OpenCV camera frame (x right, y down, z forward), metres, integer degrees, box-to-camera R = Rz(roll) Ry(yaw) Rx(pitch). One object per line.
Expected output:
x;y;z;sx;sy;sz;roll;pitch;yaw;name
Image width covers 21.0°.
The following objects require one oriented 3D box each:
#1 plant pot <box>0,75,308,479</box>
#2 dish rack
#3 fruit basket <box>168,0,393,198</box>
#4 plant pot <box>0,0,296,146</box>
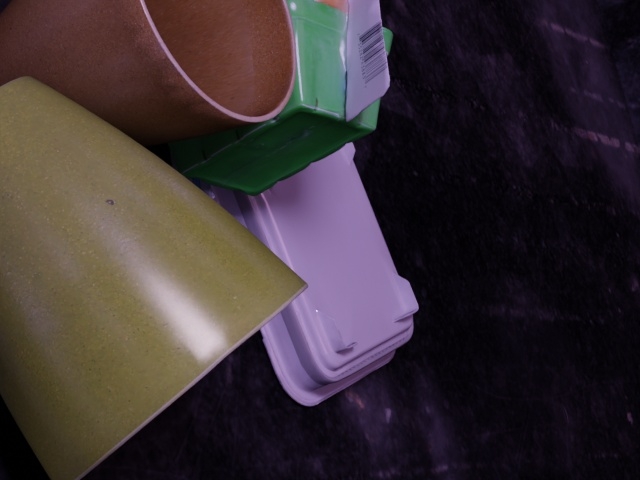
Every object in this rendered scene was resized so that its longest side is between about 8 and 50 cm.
-0.208;0.015;1.474;0.293;0.275;0.275;50;32;0;plant pot
0.000;0.000;1.969;0.285;0.072;0.333;-22;90;-59;dish rack
-0.051;-0.238;1.779;0.165;0.327;0.353;22;54;-38;fruit basket
-0.192;-0.177;1.583;0.237;0.254;0.237;37;42;-43;plant pot
